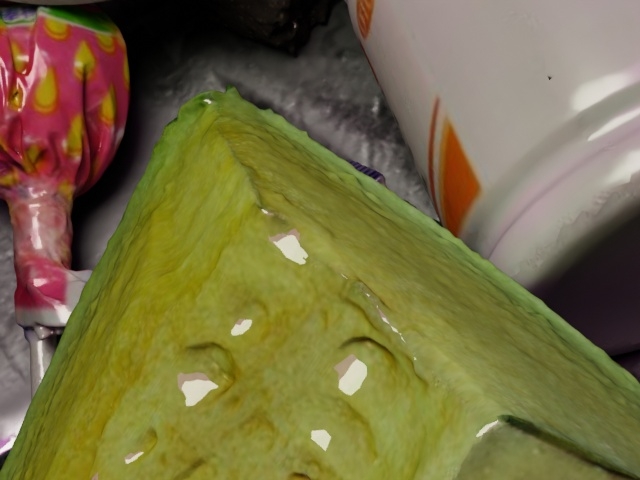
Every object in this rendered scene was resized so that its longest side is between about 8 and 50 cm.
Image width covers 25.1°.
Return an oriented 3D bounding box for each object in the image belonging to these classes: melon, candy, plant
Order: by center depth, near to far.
[{"bbox_3d":[-0.043,0.153,0.552,0.331,0.226,0.343,40,103,16],"label":"melon"},{"bbox_3d":[-0.154,0.031,0.776,0.124,0.124,0.365,-8,71,8],"label":"candy"},{"bbox_3d":[-0.061,-0.173,0.854,0.143,0.092,0.094,36,84,18],"label":"plant"}]

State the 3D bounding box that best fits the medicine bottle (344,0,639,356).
[{"bbox_3d":[0.120,-0.120,0.723,0.202,0.202,0.316,-21,62,1],"label":"medicine bottle"}]

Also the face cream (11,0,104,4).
[{"bbox_3d":[-0.139,-0.260,0.736,0.218,0.218,0.179,-12,55,5],"label":"face cream"}]

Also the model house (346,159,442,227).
[{"bbox_3d":[0.000,0.000,0.753,0.101,0.088,0.100,-37,64,-12],"label":"model house"}]
